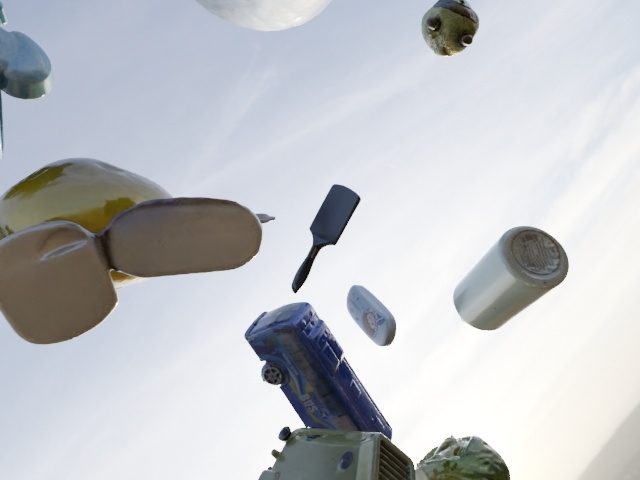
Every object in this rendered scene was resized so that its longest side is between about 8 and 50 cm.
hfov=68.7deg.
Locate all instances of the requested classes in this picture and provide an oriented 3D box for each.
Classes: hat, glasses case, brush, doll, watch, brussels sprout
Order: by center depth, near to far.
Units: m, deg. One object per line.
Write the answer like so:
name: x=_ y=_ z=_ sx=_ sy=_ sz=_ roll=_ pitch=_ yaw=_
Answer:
doll: x=-0.232 y=-0.013 z=0.541 sx=0.349 sy=0.423 sz=0.161 roll=1 pitch=-81 yaw=-2
watch: x=-0.494 y=-0.213 z=0.651 sx=0.211 sy=0.210 sz=0.193 roll=-18 pitch=-21 yaw=-38
hat: x=0.189 y=-0.308 z=0.686 sx=0.077 sy=0.059 sz=0.076 roll=38 pitch=-49 yaw=-20
brush: x=0.000 y=0.000 z=0.762 sx=0.016 sy=0.063 sz=0.193 roll=25 pitch=-83 yaw=-53
brussels sprout: x=0.258 y=0.438 z=0.849 sx=0.183 sy=0.145 sz=0.131 roll=-20 pitch=-26 yaw=-33
glasses case: x=0.102 y=0.152 z=0.970 sx=0.045 sy=0.178 sz=0.067 roll=4 pitch=-71 yaw=-25

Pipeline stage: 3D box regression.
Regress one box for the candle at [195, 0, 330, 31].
candle: x=-0.041 y=-0.323 z=0.421 sx=0.222 sy=0.342 sz=0.221 roll=-1 pitch=-87 yaw=-15

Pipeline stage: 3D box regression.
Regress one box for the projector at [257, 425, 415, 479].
projector: x=-0.017 y=0.299 z=0.410 sx=0.088 sy=0.194 sz=0.269 roll=47 pitch=-130 yaw=-20

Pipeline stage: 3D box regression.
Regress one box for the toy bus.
toy bus: x=0.002 y=0.189 z=0.613 sx=0.094 sy=0.236 sz=0.079 roll=-29 pitch=9 yaw=19

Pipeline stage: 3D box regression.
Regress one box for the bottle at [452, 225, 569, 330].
bottle: x=0.286 y=0.078 z=0.757 sx=0.104 sy=0.104 sz=0.245 roll=-34 pitch=-21 yaw=-23
